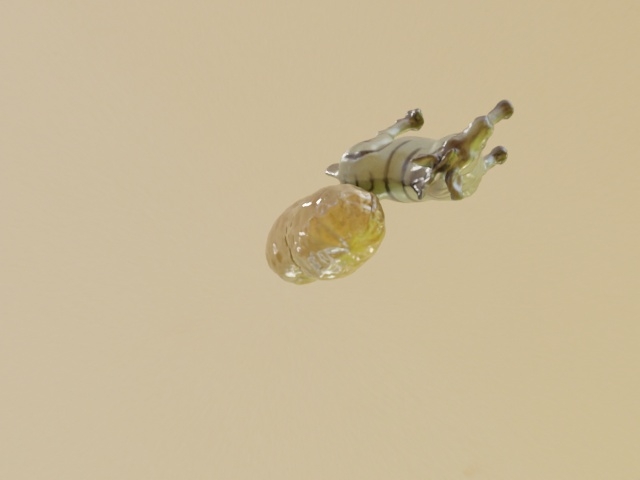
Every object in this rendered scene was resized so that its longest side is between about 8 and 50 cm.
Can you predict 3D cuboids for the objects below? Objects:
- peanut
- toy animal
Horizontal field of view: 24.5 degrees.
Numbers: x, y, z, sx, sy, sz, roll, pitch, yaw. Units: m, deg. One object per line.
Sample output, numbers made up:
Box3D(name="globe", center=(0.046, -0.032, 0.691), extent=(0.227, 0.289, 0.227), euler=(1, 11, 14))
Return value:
Box3D(name="peanut", center=(0.000, 0.000, 1.271), extent=(0.080, 0.174, 0.080), euler=(5, -103, -21))
Box3D(name="toy animal", center=(0.081, -0.064, 1.245), extent=(0.217, 0.176, 0.073), euler=(-7, -77, 41))
